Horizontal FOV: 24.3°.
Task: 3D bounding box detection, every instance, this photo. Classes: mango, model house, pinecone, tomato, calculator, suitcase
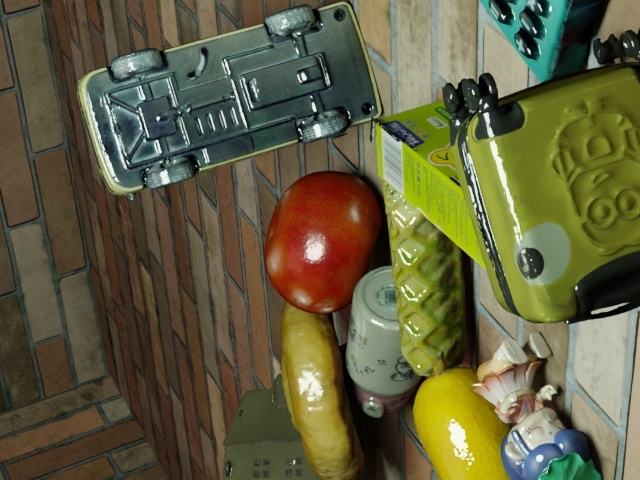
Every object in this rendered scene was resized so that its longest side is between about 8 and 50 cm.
[{"bbox_3d":[0.199,0.280,1.767,0.176,0.119,0.316,54,-165,-85],"label":"mango"},{"bbox_3d":[-0.016,0.282,2.316,0.211,0.204,0.243,-7,76,29],"label":"model house"},{"bbox_3d":[0.046,0.202,2.201,0.109,0.102,0.102,45,162,-8],"label":"pinecone"},{"bbox_3d":[0.000,0.000,1.986,0.195,0.136,0.195,-162,90,-79],"label":"tomato"},{"bbox_3d":[0.185,-0.307,1.388,0.274,0.058,0.248,97,149,-54],"label":"calculator"},{"bbox_3d":[0.225,-0.050,1.312,0.143,0.194,0.234,-174,67,-78],"label":"suitcase"}]

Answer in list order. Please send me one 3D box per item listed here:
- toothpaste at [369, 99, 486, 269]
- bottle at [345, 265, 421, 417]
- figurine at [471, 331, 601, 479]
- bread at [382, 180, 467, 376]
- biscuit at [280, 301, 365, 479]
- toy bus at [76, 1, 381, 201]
[{"bbox_3d":[0.175,-0.052,1.566,0.327,0.110,0.077,45,146,52],"label":"toothpaste"},{"bbox_3d":[0.089,0.144,1.984,0.110,0.110,0.233,58,156,34],"label":"bottle"},{"bbox_3d":[0.243,0.210,1.664,0.102,0.111,0.195,-47,59,49],"label":"figurine"},{"bbox_3d":[0.130,0.043,1.795,0.098,0.087,0.269,-92,-4,-66],"label":"bread"},{"bbox_3d":[-0.004,0.206,2.065,0.213,0.091,0.274,41,-141,-85],"label":"biscuit"},{"bbox_3d":[-0.124,-0.175,1.892,0.202,0.365,0.176,178,76,-73],"label":"toy bus"}]
